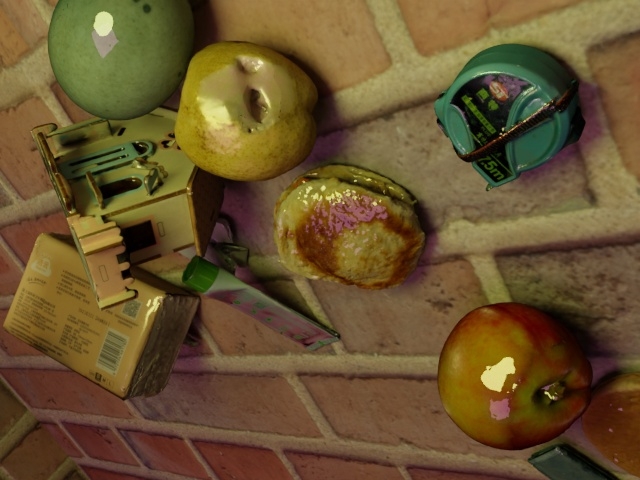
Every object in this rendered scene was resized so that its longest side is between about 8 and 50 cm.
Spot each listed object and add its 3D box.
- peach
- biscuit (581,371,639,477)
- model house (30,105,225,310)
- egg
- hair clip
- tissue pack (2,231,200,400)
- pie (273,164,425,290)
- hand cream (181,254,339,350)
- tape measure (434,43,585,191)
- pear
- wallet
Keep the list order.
[{"bbox_3d":[0.234,0.168,0.817,0.197,0.197,0.197,20,135,21],"label":"peach"},{"bbox_3d":[0.473,0.237,0.796,0.288,0.044,0.202,-14,116,41],"label":"biscuit"},{"bbox_3d":[-0.245,-0.086,0.907,0.326,0.244,0.169,49,149,44],"label":"model house"},{"bbox_3d":[-0.248,-0.246,0.810,0.169,0.169,0.236,45,137,-6],"label":"egg"},{"bbox_3d":[-0.218,-0.010,1.086,0.220,0.054,0.140,31,142,14],"label":"hair clip"},{"bbox_3d":[-0.402,0.142,1.263,0.305,0.238,0.238,22,136,19],"label":"tissue pack"},{"bbox_3d":[0.036,-0.007,0.859,0.205,0.084,0.179,11,125,11],"label":"pie"},{"bbox_3d":[-0.095,0.110,1.055,0.275,0.050,0.079,32,169,-24],"label":"hand cream"},{"bbox_3d":[0.187,-0.130,0.659,0.125,0.081,0.146,47,138,-12],"label":"tape measure"},{"bbox_3d":[-0.086,-0.152,0.784,0.178,0.178,0.178,20,135,21],"label":"pear"},{"bbox_3d":[0.386,0.353,0.972,0.129,0.026,0.088,34,142,6],"label":"wallet"}]
